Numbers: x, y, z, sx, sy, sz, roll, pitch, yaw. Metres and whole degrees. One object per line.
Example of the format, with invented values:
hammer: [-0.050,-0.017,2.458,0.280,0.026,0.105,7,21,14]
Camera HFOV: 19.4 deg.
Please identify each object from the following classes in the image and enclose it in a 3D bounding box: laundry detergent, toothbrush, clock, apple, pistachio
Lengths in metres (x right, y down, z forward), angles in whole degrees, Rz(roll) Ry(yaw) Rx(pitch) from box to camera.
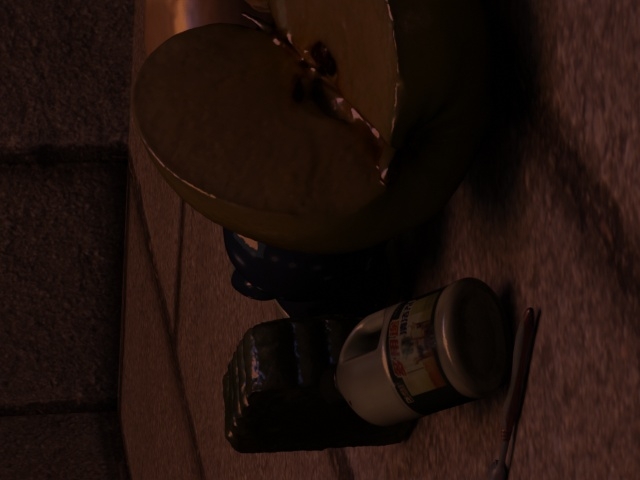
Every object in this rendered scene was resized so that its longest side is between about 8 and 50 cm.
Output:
laundry detergent: [0.071,0.103,1.594,0.225,0.070,0.099,-25,76,55]
toothbrush: [0.154,0.130,1.509,0.019,0.013,0.193,-95,9,-54]
clock: [0.000,0.000,1.769,0.243,0.199,0.146,61,-173,-65]
apple: [0.017,-0.125,1.555,0.258,0.233,0.295,44,104,34]
pistachio: [-0.130,-0.269,2.336,0.187,0.187,0.299,158,112,-77]

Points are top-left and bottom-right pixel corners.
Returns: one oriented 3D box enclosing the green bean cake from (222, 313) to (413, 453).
green bean cake: [0.006,0.134,1.788,0.185,0.183,0.094,116,151,-66]

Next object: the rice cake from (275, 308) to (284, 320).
rice cake: [-0.031,0.133,2.245,0.052,0.057,0.256,53,146,40]

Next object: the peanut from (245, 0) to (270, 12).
peanut: [-0.057,-0.383,2.208,0.103,0.098,0.229,7,102,35]
